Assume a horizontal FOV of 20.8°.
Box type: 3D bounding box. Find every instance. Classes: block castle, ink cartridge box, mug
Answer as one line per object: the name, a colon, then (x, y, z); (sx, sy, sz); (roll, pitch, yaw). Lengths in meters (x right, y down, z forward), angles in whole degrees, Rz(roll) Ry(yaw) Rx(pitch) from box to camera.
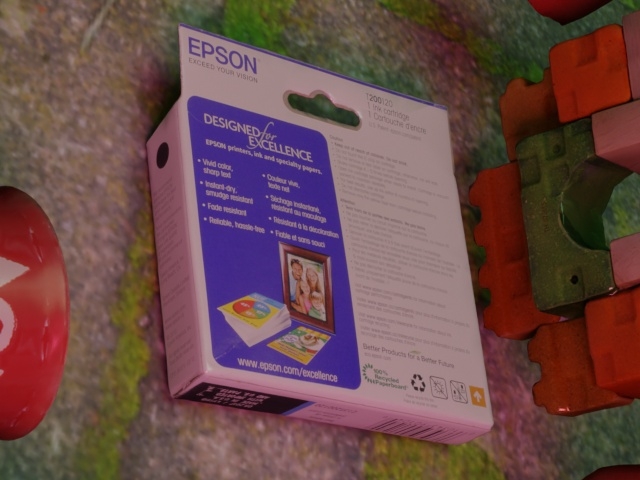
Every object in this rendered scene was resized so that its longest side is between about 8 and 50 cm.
block castle: (0.251, 0.008, 1.087); (0.303, 0.213, 0.453); (18, 61, -49)
ink cartridge box: (0.000, 0.000, 0.970); (0.206, 0.045, 0.208); (14, 59, -37)
mug: (-0.209, 0.014, 0.725); (0.169, 0.113, 0.150); (0, 72, -38)
